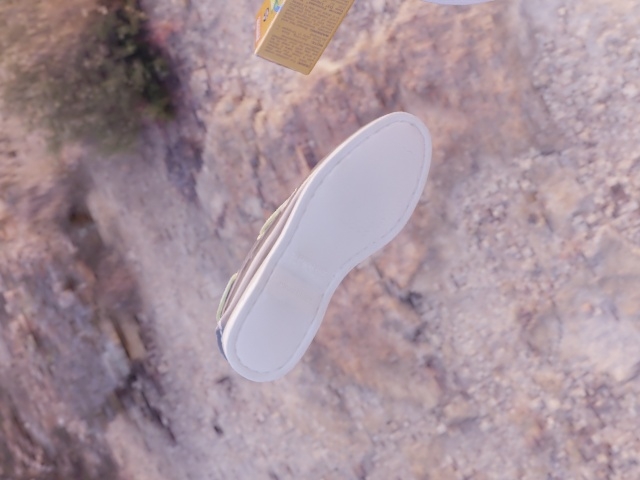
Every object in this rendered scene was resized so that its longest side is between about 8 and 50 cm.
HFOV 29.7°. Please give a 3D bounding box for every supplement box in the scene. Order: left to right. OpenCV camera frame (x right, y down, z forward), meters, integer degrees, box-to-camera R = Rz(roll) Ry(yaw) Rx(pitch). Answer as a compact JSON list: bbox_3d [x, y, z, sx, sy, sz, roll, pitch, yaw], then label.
[{"bbox_3d":[0.001,-0.301,1.383,0.233,0.080,0.078,123,155,-44],"label":"supplement box"}]

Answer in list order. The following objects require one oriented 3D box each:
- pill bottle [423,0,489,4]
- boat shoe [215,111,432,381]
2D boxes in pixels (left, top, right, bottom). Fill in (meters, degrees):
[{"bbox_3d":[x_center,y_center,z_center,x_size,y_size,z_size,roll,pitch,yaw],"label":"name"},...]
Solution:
[{"bbox_3d":[0.043,-0.161,0.480,0.216,0.121,0.121,-124,20,-66],"label":"pill bottle"},{"bbox_3d":[-0.003,-0.003,1.203,0.109,0.305,0.091,37,176,-21],"label":"boat shoe"}]
